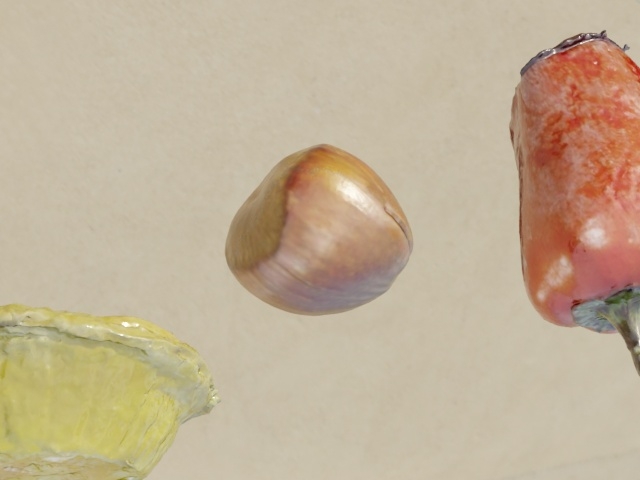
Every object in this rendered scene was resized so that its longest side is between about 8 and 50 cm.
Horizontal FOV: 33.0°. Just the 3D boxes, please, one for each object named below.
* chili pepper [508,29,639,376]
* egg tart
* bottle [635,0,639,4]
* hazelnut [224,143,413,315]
[{"bbox_3d":[0.131,0.001,0.482,0.086,0.192,0.084,0,153,-22],"label":"chili pepper"},{"bbox_3d":[-0.083,0.054,0.331,0.105,0.039,0.105,-3,154,-2],"label":"egg tart"},{"bbox_3d":[0.200,-0.191,0.620,0.104,0.245,0.104,-51,174,-7],"label":"bottle"},{"bbox_3d":[0.000,0.000,0.920,0.150,0.150,0.150,-25,138,-25],"label":"hazelnut"}]
